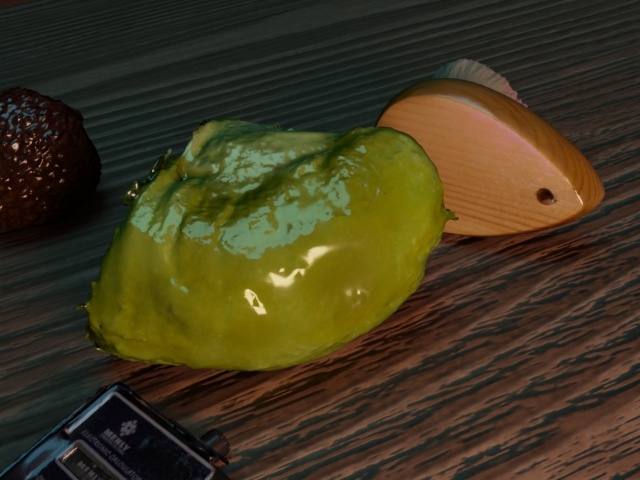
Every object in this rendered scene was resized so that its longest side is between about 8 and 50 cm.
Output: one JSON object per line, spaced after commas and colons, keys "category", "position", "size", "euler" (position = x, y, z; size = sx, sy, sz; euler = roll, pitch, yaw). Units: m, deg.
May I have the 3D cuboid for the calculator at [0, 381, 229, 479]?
{"category": "calculator", "position": [-0.208, 0.226, 0.518], "size": [0.165, 0.028, 0.274], "euler": [21, 49, 38]}

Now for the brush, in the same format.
{"category": "brush", "position": [0.200, -0.098, 0.826], "size": [0.266, 0.174, 0.166], "euler": [23, 34, 28]}

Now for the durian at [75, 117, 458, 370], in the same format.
{"category": "durian", "position": [-0.050, 0.001, 0.667], "size": [0.339, 0.204, 0.256], "euler": [6, 74, 13]}

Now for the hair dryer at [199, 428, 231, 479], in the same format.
{"category": "hair dryer", "position": [-0.078, 0.187, 0.572], "size": [0.047, 0.026, 0.083], "euler": [-33, 44, -32]}

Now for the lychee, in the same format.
{"category": "lychee", "position": [-0.386, -0.110, 0.964], "size": [0.194, 0.195, 0.194], "euler": [-6, 33, 4]}
